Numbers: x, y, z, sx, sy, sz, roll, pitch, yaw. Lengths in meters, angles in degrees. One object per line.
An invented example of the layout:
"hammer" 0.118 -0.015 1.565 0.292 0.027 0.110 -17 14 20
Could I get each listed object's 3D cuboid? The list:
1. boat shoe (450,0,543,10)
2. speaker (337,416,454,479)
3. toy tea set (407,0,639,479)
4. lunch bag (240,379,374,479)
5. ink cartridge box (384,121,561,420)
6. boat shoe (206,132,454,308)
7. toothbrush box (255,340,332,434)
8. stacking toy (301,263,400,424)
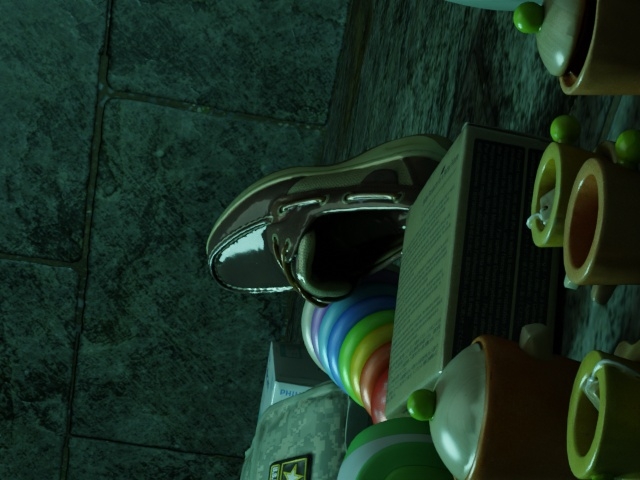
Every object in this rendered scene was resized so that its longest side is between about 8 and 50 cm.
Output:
"boat shoe" 0.152 -0.242 1.133 0.302 0.114 0.091 -150 67 -72
"speaker" 0.069 0.279 1.015 0.297 0.131 0.131 -87 7 -47
"toy tea set" 0.131 0.003 0.813 0.200 0.124 0.336 111 166 -68
"lunch bag" -0.008 0.318 1.612 0.287 0.168 0.235 119 158 -57
"ink cartridge box" 0.119 0.040 1.082 0.235 0.088 0.193 114 165 -74
"boat shoe" 0.000 0.000 1.381 0.342 0.123 0.123 -17 32 37
"toothbrush box" -0.040 0.332 2.134 0.216 0.126 0.296 -104 24 -77
"stacking toy" 0.069 0.117 1.334 0.330 0.141 0.141 -125 43 -76
